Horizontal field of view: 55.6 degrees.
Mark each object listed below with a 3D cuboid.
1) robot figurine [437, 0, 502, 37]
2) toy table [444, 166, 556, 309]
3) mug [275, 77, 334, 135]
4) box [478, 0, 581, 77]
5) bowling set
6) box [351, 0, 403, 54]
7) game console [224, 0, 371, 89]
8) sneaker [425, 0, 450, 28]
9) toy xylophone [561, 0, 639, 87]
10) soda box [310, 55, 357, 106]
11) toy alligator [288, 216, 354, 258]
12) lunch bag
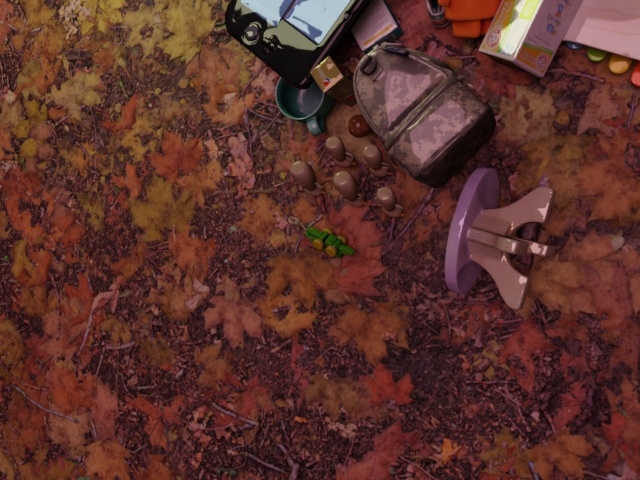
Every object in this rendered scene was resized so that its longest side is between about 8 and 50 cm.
[{"bbox_3d":[0.327,-0.550,1.295,0.158,0.128,0.219,-3,114,6],"label":"robot figurine"},{"bbox_3d":[0.376,-0.004,1.262,0.161,0.252,0.274,18,109,36],"label":"toy table"},{"bbox_3d":[-0.035,-0.339,1.480,0.130,0.097,0.157,14,97,20],"label":"mug"},{"bbox_3d":[0.438,-0.458,1.254,0.114,0.103,0.203,43,114,51],"label":"box"},{"bbox_3d":[0.093,-0.177,1.429,0.287,0.154,0.199,22,81,21],"label":"bowling set"},{"bbox_3d":[0.094,-0.571,1.443,0.101,0.060,0.244,-30,81,20],"label":"box"},{"bbox_3d":[-0.035,-0.588,1.417,0.342,0.060,0.386,46,106,31],"label":"game console"},{"bbox_3d":[0.263,-0.568,1.368,0.057,0.075,0.161,-6,90,22],"label":"sneaker"},{"bbox_3d":[0.650,-0.441,1.215,0.323,0.081,0.236,33,103,18],"label":"toy xylophone"},{"bbox_3d":[0.047,-0.363,1.401,0.058,0.181,0.061,-36,78,19],"label":"soda box"},{"bbox_3d":[0.000,0.000,1.502,0.190,0.056,0.051,28,141,19],"label":"toy alligator"},{"bbox_3d":[0.209,-0.270,1.275,0.256,0.305,0.212,46,106,13],"label":"lunch bag"}]
